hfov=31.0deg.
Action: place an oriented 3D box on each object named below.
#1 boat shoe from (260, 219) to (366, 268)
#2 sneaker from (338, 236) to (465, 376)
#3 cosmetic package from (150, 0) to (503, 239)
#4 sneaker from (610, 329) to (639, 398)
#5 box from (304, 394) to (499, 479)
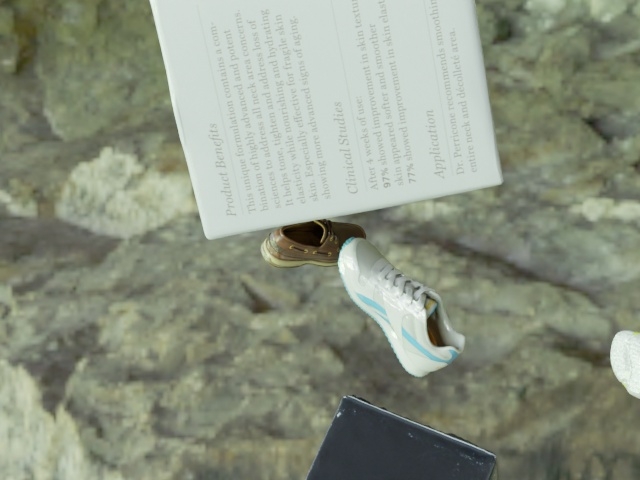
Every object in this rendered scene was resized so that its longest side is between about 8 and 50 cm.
[{"bbox_3d":[0.000,0.000,1.694,0.178,0.060,0.064,-7,-122,-36],"label":"boat shoe"},{"bbox_3d":[0.116,0.083,1.643,0.092,0.229,0.087,-32,-171,43],"label":"sneaker"},{"bbox_3d":[0.014,-0.228,1.563,0.393,0.329,0.327,-10,-164,4],"label":"cosmetic package"},{"bbox_3d":[0.519,0.196,1.631,0.126,0.091,0.240,5,-162,-26],"label":"sneaker"},{"bbox_3d":[0.068,0.366,1.240,0.182,0.296,0.294,20,161,18],"label":"box"}]
